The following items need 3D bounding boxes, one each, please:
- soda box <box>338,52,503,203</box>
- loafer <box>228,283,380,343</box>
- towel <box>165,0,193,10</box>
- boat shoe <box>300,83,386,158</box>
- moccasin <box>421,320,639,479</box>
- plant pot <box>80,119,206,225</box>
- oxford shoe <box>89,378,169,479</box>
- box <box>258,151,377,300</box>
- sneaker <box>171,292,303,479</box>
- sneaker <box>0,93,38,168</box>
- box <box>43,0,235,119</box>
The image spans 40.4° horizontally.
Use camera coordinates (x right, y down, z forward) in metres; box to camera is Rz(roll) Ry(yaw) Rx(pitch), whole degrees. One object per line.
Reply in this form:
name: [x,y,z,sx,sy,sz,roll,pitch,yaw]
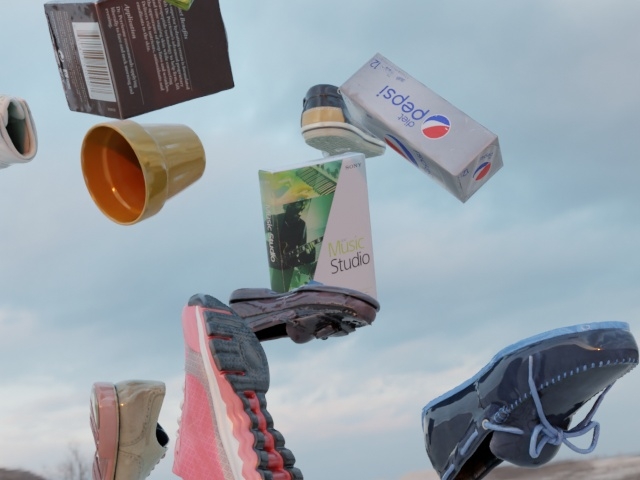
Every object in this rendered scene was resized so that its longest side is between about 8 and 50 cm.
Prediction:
soda box: [0.162,-0.189,1.437,0.098,0.286,0.091,-44,-32,-8]
loafer: [-0.036,0.130,1.361,0.303,0.095,0.109,-4,-29,43]
towel: [-0.165,-0.405,1.086,0.102,0.237,0.021,25,-20,-10]
boat shoe: [0.065,-0.308,2.348,0.187,0.155,0.500,-6,-6,16]
moccasin: [0.230,0.193,0.945,0.138,0.116,0.342,4,-30,-18]
plant pot: [-0.340,-0.153,1.734,0.188,0.205,0.205,-26,-1,-45]
oxford shoe: [-0.360,0.433,1.669,0.147,0.140,0.396,-6,-53,-22]
box: [0.000,0.000,1.722,0.232,0.321,0.059,-16,15,-36]
sneaker: [-0.127,0.210,1.000,0.136,0.313,0.116,-29,-27,18]
sneaker: [-0.592,-0.260,1.510,0.169,0.292,0.108,-4,30,35]
box: [-0.266,-0.287,1.288,0.203,0.168,0.167,-24,25,-36]
